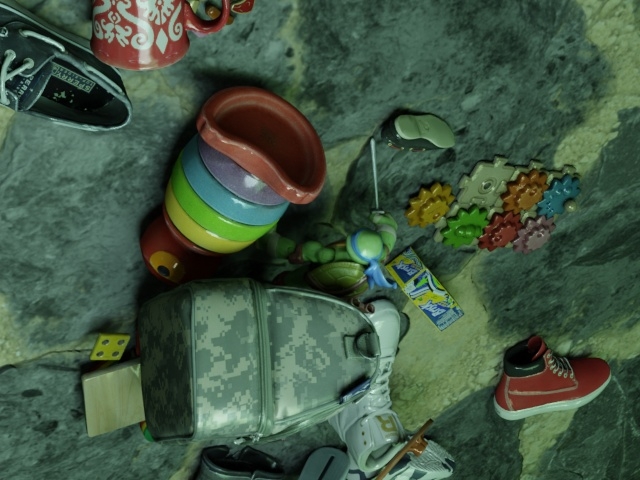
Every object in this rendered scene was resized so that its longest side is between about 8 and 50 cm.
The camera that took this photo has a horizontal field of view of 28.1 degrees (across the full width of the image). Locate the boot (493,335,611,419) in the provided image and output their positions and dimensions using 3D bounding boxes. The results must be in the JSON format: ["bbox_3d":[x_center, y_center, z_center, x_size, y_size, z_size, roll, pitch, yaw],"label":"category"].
[{"bbox_3d":[0.447,0.235,2.396,0.244,0.088,0.176,-14,135,-18],"label":"boot"}]

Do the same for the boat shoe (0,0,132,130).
[{"bbox_3d":[-0.335,-0.190,1.406,0.301,0.102,0.108,22,116,-46],"label":"boat shoe"}]

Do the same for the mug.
[{"bbox_3d":[-0.184,-0.293,1.410,0.150,0.113,0.169,-18,134,-25],"label":"mug"}]

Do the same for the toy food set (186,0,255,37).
[{"bbox_3d":[-0.128,-0.279,1.528,0.122,0.019,0.078,-24,141,-25],"label":"toy food set"}]

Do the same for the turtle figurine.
[{"bbox_3d":[0.000,0.000,1.834,0.198,0.275,0.266,-33,168,-38],"label":"turtle figurine"}]

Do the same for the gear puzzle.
[{"bbox_3d":[0.274,-0.049,2.016,0.339,0.044,0.175,4,127,-37],"label":"gear puzzle"}]

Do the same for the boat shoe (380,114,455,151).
[{"bbox_3d":[0.140,-0.151,1.825,0.133,0.049,0.042,2,157,-45],"label":"boat shoe"}]

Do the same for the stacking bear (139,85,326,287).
[{"bbox_3d":[-0.135,-0.046,1.654,0.175,0.164,0.289,35,125,-8],"label":"stacking bear"}]

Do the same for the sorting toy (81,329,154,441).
[{"bbox_3d":[-0.289,0.208,1.886,0.132,0.046,0.274,-16,138,-21],"label":"sorting toy"}]

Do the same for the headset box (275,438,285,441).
[{"bbox_3d":[-0.085,0.307,2.138,0.083,0.032,0.062,-2,131,-31],"label":"headset box"}]

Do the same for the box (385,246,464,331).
[{"bbox_3d":[0.169,0.080,2.063,0.054,0.059,0.169,-38,141,3],"label":"box"}]

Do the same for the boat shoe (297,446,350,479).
[{"bbox_3d":[-0.026,0.474,2.190,0.302,0.109,0.094,-44,146,-52],"label":"boat shoe"}]

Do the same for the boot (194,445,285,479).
[{"bbox_3d":[-0.124,0.476,2.229,0.223,0.118,0.338,-55,145,9],"label":"boot"}]

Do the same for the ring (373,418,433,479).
[{"bbox_3d":[0.082,0.429,2.125,0.336,0.032,0.336,-47,170,-11],"label":"ring"}]

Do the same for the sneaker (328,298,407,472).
[{"bbox_3d":[0.099,0.249,2.101,0.108,0.169,0.292,-9,133,-25],"label":"sneaker"}]

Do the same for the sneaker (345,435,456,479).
[{"bbox_3d":[0.128,0.450,2.385,0.235,0.094,0.153,-1,132,-34],"label":"sneaker"}]

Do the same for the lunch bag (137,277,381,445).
[{"bbox_3d":[-0.085,0.162,1.692,0.256,0.212,0.305,-3,171,-21],"label":"lunch bag"}]
